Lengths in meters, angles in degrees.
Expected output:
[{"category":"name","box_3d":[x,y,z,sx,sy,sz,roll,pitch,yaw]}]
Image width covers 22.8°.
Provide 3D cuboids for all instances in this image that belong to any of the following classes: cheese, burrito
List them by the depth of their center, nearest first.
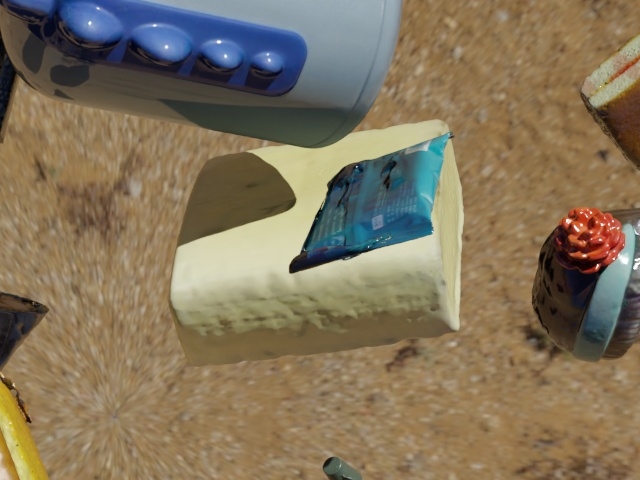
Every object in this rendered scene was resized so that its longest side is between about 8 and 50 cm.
[{"category":"cheese","box_3d":[0.000,0.000,1.550,0.266,0.242,0.124,-8,121,12]},{"category":"burrito","box_3d":[-0.392,0.143,1.708,0.087,0.060,0.226,35,93,-24]}]

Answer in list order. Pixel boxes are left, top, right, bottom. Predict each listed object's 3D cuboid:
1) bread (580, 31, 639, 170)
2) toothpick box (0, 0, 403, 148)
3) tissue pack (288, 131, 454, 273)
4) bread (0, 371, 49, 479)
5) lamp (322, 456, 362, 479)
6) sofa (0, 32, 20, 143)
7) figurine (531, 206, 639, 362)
[{"category":"bread","box_3d":[0.212,-0.098,1.112,0.062,0.043,0.109,-4,125,-20]},{"category":"toothpick box","box_3d":[-0.126,-0.214,1.397,0.355,0.263,0.263,8,82,-28]},{"category":"tissue pack","box_3d":[0.030,-0.026,0.912,0.085,0.138,0.028,-19,113,18]},{"category":"bread","box_3d":[-0.405,0.276,1.409,0.398,0.215,0.398,-2,83,14]},{"category":"lamp","box_3d":[0.046,0.247,1.579,0.041,0.121,0.054,-51,134,-15]},{"category":"sofa","box_3d":[-0.322,-0.158,1.533,0.060,0.039,0.118,12,75,-2]},{"category":"figurine","box_3d":[0.118,0.004,0.542,0.106,0.060,0.047,-18,48,-31]}]
